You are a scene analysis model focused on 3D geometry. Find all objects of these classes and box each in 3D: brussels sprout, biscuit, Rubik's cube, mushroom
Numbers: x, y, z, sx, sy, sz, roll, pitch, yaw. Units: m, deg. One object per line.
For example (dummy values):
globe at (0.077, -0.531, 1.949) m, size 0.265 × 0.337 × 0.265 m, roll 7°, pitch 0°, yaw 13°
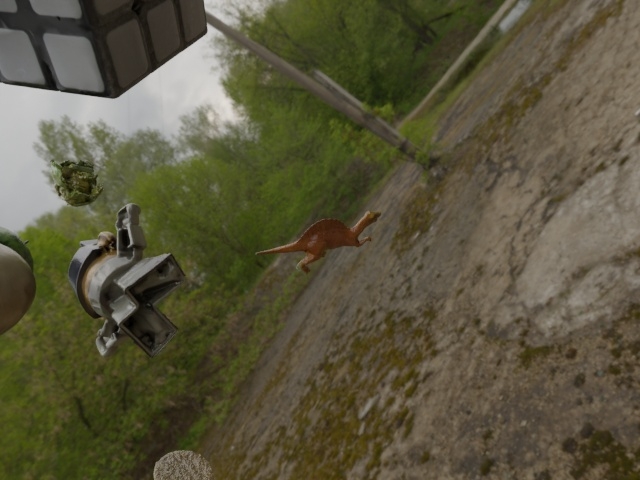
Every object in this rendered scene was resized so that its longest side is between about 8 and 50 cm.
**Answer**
brussels sprout at (-0.362, -0.086, 0.758) m, size 0.058 × 0.085 × 0.085 m, roll -33°, pitch 16°, yaw 31°
biscuit at (-0.264, 0.453, 0.993) m, size 0.120 × 0.120 × 0.015 m, roll -70°, pitch 0°, yaw -70°
Rubik's cube at (-0.374, -0.417, 0.746) m, size 0.305 × 0.300 × 0.304 m, roll -66°, pitch -18°, yaw -46°
mushroom at (-0.483, 0.098, 0.671) m, size 0.204 × 0.204 × 0.204 m, roll -56°, pitch 5°, yaw 7°

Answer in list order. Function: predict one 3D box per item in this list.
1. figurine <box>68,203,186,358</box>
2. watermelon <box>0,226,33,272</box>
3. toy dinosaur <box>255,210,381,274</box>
figurine at (-0.385, 0.081, 0.984) m, size 0.309 × 0.308 × 0.143 m, roll -56°, pitch -39°, yaw 2°
watermelon at (-0.718, 0.053, 1.094) m, size 0.188 × 0.188 × 0.214 m, roll -56°, pitch 23°, yaw 4°
toy dinosaur at (0.002, 0.000, 0.944) m, size 0.142 × 0.211 × 0.057 m, roll -59°, pitch 45°, yaw 46°
